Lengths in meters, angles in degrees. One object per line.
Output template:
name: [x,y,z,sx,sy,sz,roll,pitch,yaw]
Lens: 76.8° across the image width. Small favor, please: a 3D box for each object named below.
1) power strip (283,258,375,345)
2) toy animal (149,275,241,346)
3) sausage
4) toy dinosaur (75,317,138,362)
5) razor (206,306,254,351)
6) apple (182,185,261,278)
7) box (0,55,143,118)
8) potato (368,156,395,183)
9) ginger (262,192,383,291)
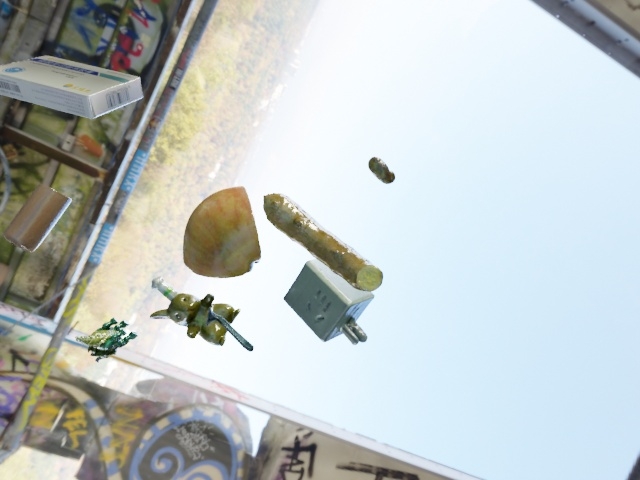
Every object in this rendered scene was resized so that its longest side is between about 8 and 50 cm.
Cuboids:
power strip: [0.040,0.163,1.023,0.139,0.224,0.140,-4,132,-57]
toy animal: [-0.502,0.284,1.580,0.180,0.363,0.181,-9,-125,55]
sausage: [-1.056,-0.079,1.503,0.252,0.123,0.123,-63,-168,-12]
toy dinosaur: [-0.704,0.319,1.317,0.153,0.094,0.259,-42,164,-21]
razor: [-0.260,0.263,1.178,0.033,0.190,0.066,-18,130,-51]
apple: [-0.307,-0.017,1.322,0.314,0.252,0.309,-48,-158,4]
box: [-0.708,-0.436,1.131,0.200,0.344,0.065,-59,161,-50]
potato: [0.163,-0.183,1.073,0.045,0.092,0.046,-37,-159,27]
ginger: [-0.002,0.003,0.766,0.065,0.299,0.118,-52,152,1]
